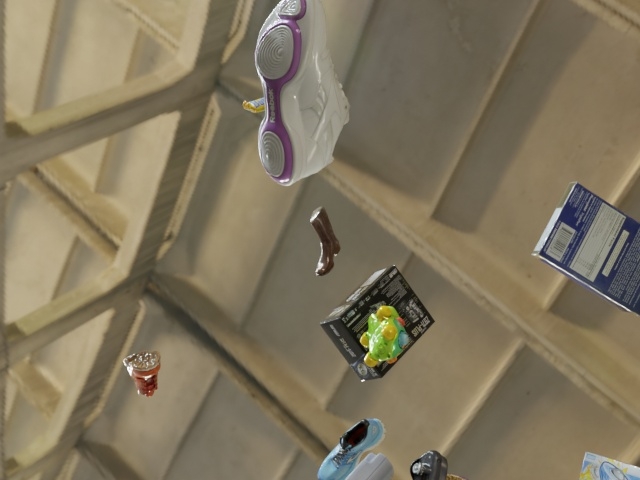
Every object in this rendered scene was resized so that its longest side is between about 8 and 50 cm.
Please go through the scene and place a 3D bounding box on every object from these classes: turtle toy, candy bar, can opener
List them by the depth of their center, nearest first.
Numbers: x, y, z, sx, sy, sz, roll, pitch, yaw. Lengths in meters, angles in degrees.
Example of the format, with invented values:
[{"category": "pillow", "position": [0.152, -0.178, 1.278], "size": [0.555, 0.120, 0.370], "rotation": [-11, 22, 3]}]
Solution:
[{"category": "can opener", "position": [0.177, 0.449, 1.504], "size": [0.073, 0.186, 0.059], "rotation": [25, -26, -16]}, {"category": "turtle toy", "position": [0.120, 0.167, 1.597], "size": [0.130, 0.066, 0.095], "rotation": [-100, -148, -51]}, {"category": "candy bar", "position": [-0.094, -0.286, 1.804], "size": [0.040, 0.161, 0.018], "rotation": [32, -53, 30]}]

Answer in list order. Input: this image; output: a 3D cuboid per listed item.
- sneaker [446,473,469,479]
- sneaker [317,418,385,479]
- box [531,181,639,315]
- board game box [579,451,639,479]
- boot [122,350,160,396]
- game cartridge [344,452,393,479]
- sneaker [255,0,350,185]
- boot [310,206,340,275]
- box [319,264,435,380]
[{"category": "sneaker", "position": [0.233, 0.515, 1.770], "size": [0.185, 0.084, 0.070], "rotation": [-23, -119, 29]}, {"category": "sneaker", "position": [0.047, 0.395, 1.681], "size": [0.063, 0.162, 0.073], "rotation": [43, 3, 38]}, {"category": "box", "position": [0.467, 0.021, 1.427], "size": [0.225, 0.136, 0.036], "rotation": [31, -8, -8]}, {"category": "board game box", "position": [0.574, 0.488, 1.649], "size": [0.201, 0.035, 0.136], "rotation": [6, -101, 52]}, {"category": "boot", "position": [-0.327, 0.255, 1.671], "size": [0.158, 0.059, 0.085], "rotation": [-15, -86, 69]}, {"category": "game cartridge", "position": [0.010, 0.453, 1.384], "size": [0.060, 0.196, 0.294], "rotation": [44, -30, 16]}, {"category": "sneaker", "position": [-0.023, -0.244, 1.392], "size": [0.114, 0.152, 0.305], "rotation": [29, -56, 39]}, {"category": "boot", "position": [0.000, 0.000, 1.791], "size": [0.037, 0.106, 0.114], "rotation": [-2, -51, 25]}, {"category": "box", "position": [0.113, 0.161, 1.735], "size": [0.147, 0.180, 0.077], "rotation": [53, -32, -8]}]
